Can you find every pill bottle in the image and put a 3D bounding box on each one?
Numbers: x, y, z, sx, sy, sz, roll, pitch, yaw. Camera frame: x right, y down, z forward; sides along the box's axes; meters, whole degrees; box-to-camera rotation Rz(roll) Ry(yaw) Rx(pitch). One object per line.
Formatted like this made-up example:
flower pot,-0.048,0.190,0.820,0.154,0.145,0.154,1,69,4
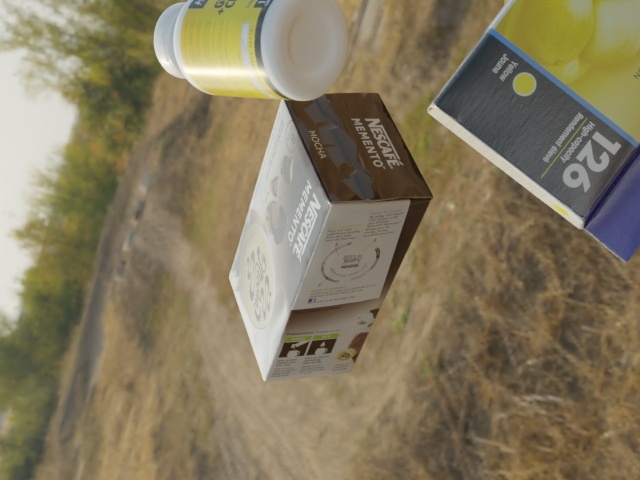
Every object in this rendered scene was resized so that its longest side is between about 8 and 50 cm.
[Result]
pill bottle,-0.070,-0.184,1.036,0.184,0.103,0.103,11,84,44

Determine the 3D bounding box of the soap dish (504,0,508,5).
soap dish,0.384,-0.403,1.488,0.118,0.290,0.229,-113,16,-46

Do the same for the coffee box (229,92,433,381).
coffee box,0.000,0.000,1.247,0.297,0.118,0.168,111,147,-44

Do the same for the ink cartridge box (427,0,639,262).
ink cartridge box,0.336,-0.182,1.309,0.304,0.307,0.072,-53,1,-1
